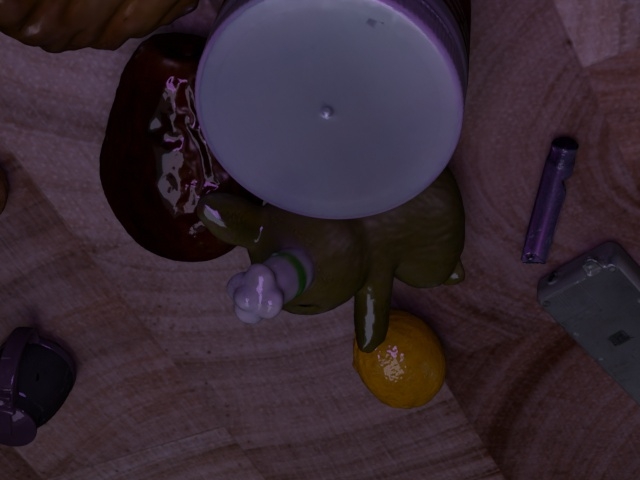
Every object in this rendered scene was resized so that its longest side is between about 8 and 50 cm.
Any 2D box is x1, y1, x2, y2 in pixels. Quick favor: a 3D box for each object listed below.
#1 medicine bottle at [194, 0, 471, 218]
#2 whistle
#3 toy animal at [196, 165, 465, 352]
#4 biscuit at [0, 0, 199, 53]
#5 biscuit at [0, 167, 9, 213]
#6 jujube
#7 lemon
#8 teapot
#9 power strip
[{"bbox_3d":[0.021,-0.187,1.114,0.253,0.241,0.252,4,127,5],"label":"medicine bottle"},{"bbox_3d":[0.266,-0.042,1.314,0.033,0.033,0.176,9,128,2],"label":"whistle"},{"bbox_3d":[0.002,0.012,1.207,0.181,0.363,0.180,37,134,30],"label":"toy animal"},{"bbox_3d":[-0.198,-0.318,1.054,0.326,0.107,0.325,-27,154,-14],"label":"biscuit"},{"bbox_3d":[-0.535,-0.113,1.378,0.262,0.052,0.277,-13,123,12],"label":"biscuit"},{"bbox_3d":[-0.151,-0.101,1.247,0.190,0.190,0.255,9,122,3],"label":"jujube"},{"bbox_3d":[0.098,0.147,1.432,0.114,0.114,0.155,-22,119,23],"label":"lemon"},{"bbox_3d":[-0.397,0.200,1.530,0.116,0.146,0.148,30,125,-13],"label":"teapot"},{"bbox_3d":[0.382,0.110,1.401,0.118,0.046,0.270,-33,117,31],"label":"power strip"}]
